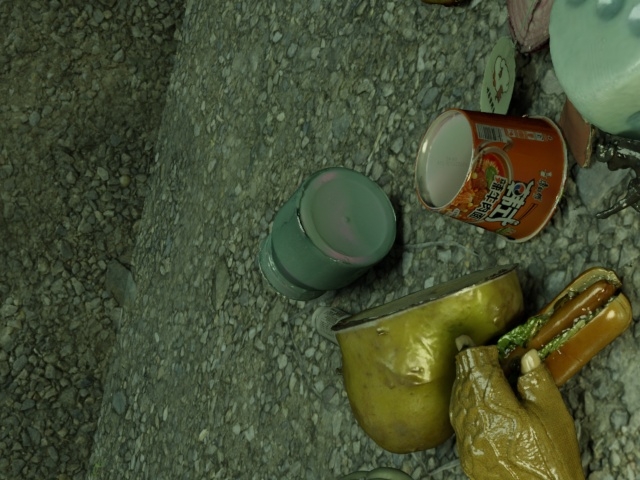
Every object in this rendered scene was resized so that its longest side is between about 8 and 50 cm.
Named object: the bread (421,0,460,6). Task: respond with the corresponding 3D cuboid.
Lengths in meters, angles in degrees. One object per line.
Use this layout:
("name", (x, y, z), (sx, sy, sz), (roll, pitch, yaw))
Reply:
("bread", (0.238, -0.561, 2.324), (0.169, 0.140, 0.160), (-51, 28, 41))

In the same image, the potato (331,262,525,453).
("potato", (0.229, 0.235, 2.008), (0.397, 0.290, 0.296), (-18, 91, 13))

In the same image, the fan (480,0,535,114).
("fan", (0.371, -0.358, 2.060), (0.329, 0.009, 0.191), (108, 165, -44))

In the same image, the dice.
("dice", (0.536, -0.324, 1.637), (0.262, 0.264, 0.268), (-27, 56, 51))

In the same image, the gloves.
("gloves", (0.316, 0.315, 1.760), (0.203, 0.155, 0.356), (-35, 71, 32))

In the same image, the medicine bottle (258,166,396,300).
("medicine bottle", (0.000, 0.000, 2.389), (0.290, 0.245, 0.245), (139, 135, -55))

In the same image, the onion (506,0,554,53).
("onion", (0.442, -0.477, 2.012), (0.247, 0.111, 0.250), (136, 129, -74))

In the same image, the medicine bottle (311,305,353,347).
("medicine bottle", (0.039, 0.196, 2.407), (0.140, 0.079, 0.079), (22, 97, 58))

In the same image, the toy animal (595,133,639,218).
("toy animal", (0.531, -0.073, 1.658), (0.232, 0.084, 0.148), (30, 140, 19))

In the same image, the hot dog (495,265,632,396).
("hot dog", (0.396, 0.179, 1.822), (0.337, 0.100, 0.135), (-50, 41, 35))

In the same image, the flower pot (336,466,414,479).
("flower pot", (0.116, 0.559, 2.034), (0.246, 0.195, 0.246), (-27, 57, 52))

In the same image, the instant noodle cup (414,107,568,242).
("instant noodle cup", (0.308, -0.134, 1.974), (0.250, 0.192, 0.250), (-34, 51, 55))

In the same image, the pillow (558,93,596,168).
("pillow", (0.455, -0.246, 1.851), (0.232, 0.043, 0.126), (84, 176, -46))
